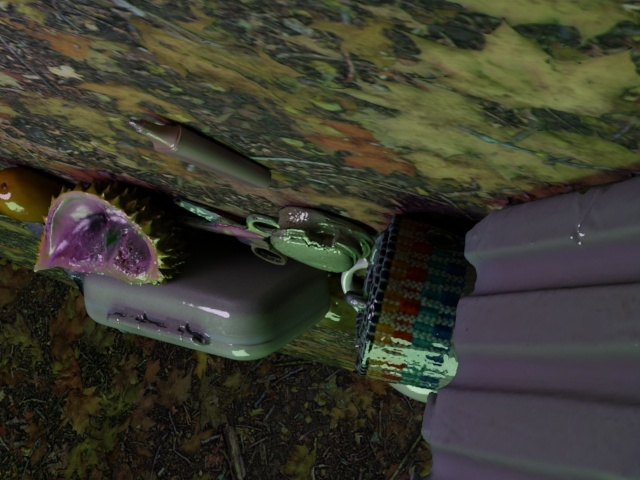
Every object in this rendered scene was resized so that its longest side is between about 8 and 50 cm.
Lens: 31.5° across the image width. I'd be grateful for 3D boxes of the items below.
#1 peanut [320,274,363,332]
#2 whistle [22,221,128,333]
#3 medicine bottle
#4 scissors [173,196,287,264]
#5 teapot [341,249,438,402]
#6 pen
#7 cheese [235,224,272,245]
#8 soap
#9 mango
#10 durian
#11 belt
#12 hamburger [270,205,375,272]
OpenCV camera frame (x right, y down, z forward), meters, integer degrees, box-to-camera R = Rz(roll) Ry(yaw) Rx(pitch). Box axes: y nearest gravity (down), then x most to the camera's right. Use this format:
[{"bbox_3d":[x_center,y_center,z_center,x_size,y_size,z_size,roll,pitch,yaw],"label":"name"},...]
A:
[{"bbox_3d":[0.063,0.123,2.005,0.229,0.098,0.103,29,-155,-46],"label":"peanut"},{"bbox_3d":[-0.413,0.065,2.185,0.404,0.188,0.168,15,170,10],"label":"whistle"},{"bbox_3d":[-0.186,0.079,1.839,0.375,0.123,0.282,10,-158,32],"label":"medicine bottle"},{"bbox_3d":[-0.136,-0.020,1.719,0.187,0.020,0.133,18,152,11],"label":"scissors"},{"bbox_3d":[0.155,0.132,1.692,0.299,0.208,0.166,36,147,-3],"label":"teapot"},{"bbox_3d":[-0.142,-0.104,1.324,0.197,0.032,0.053,23,169,-41],"label":"pen"},{"bbox_3d":[-0.088,-0.002,1.772,0.120,0.026,0.067,12,169,21],"label":"cheese"},{"bbox_3d":[0.284,0.131,1.029,0.213,0.350,0.435,20,166,-15],"label":"soap"},{"bbox_3d":[-0.466,-0.067,1.873,0.102,0.085,0.184,10,173,33],"label":"mango"},{"bbox_3d":[-0.322,-0.027,1.757,0.260,0.154,0.186,16,148,17],"label":"durian"},{"bbox_3d":[0.110,0.075,1.401,0.160,0.207,0.295,13,-176,0],"label":"belt"},{"bbox_3d":[0.000,0.000,1.556,0.140,0.062,0.133,22,167,-16],"label":"hamburger"}]
